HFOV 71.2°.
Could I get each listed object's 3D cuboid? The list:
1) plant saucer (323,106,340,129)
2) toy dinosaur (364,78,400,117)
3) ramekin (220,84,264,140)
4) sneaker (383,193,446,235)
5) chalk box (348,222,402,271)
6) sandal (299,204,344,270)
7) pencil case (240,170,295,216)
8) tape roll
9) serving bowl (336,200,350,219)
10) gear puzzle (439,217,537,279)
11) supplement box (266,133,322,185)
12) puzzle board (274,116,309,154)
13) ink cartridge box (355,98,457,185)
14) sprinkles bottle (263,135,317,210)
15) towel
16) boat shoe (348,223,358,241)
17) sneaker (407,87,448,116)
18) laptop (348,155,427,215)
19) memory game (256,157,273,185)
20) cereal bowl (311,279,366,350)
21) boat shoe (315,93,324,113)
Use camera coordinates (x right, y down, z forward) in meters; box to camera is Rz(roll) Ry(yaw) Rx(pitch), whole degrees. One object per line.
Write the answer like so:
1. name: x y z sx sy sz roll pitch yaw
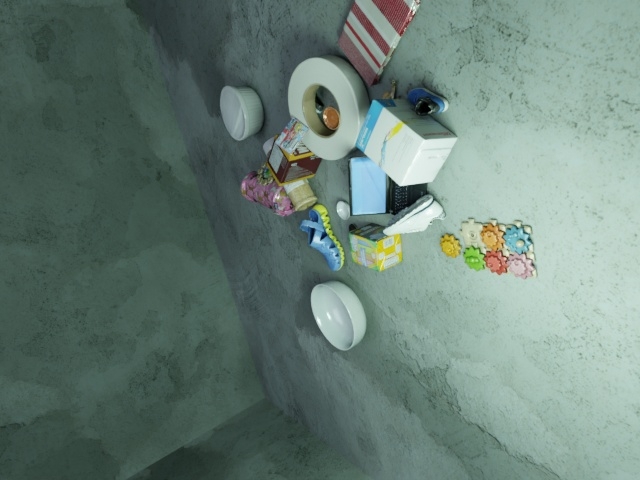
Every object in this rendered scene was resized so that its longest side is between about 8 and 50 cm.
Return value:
1. plant saucer: 0.044 -0.454 1.657 0.083 0.013 0.084 29 134 35
2. toy dinosaur: 0.225 -0.457 1.520 0.183 0.053 0.093 -51 51 48
3. ramekin: -0.395 -0.657 2.279 0.272 0.127 0.273 35 136 43
4. sneaker: 0.316 -0.063 1.537 0.095 0.090 0.235 44 136 -14
5. chalk box: 0.201 0.020 1.767 0.213 0.132 0.132 21 126 53
6. sandal: 0.000 0.000 2.070 0.126 0.138 0.318 -28 86 57
7. pencil case: -0.266 -0.247 2.314 0.386 0.167 0.160 27 163 48
8. tape roll: 0.024 -0.505 1.719 0.391 0.072 0.393 29 135 35
9. serving bowl: 0.106 -0.132 1.921 0.083 0.027 0.084 35 136 43
10. gear puzzle: 0.496 0.022 1.386 0.338 0.044 0.176 9 116 56
11. supplement box: -0.106 -0.365 1.945 0.129 0.191 0.194 58 149 19
12. puzzle board: -0.117 -0.424 1.806 0.096 0.011 0.128 40 100 22
13. ink cartridge box: 0.263 -0.309 1.395 0.233 0.171 0.168 50 134 30
14. sprinkles bottle: -0.144 -0.316 2.105 0.356 0.121 0.121 63 149 9
15. towel: 0.177 -0.702 1.439 0.237 0.037 0.329 59 147 18
16. boat shoe: 0.147 -0.007 1.925 0.048 0.041 0.133 -6 103 61
17. sneaker: 0.305 -0.423 1.363 0.152 0.084 0.058 40 140 38
18. laptop: 0.235 -0.172 1.584 0.264 0.136 0.235 30 134 46
19. memory game: -0.256 -0.357 2.244 0.186 0.012 0.186 -24 50 33
20. cereal bowl: 0.104 0.337 2.115 0.339 0.141 0.339 35 136 42
21. boat shoe: -0.030 -0.588 1.830 0.142 0.049 0.040 57 140 7
